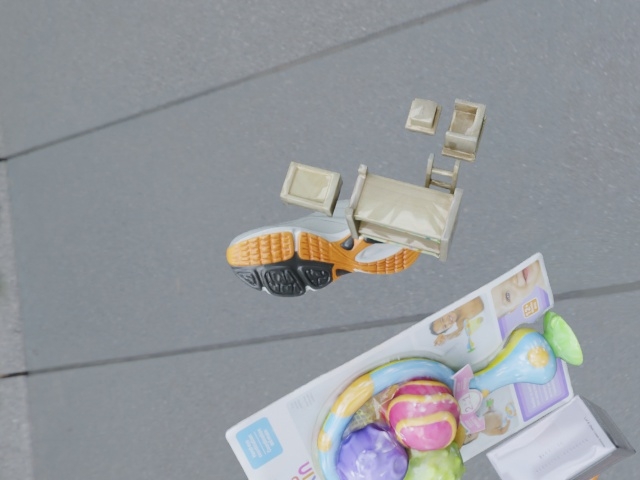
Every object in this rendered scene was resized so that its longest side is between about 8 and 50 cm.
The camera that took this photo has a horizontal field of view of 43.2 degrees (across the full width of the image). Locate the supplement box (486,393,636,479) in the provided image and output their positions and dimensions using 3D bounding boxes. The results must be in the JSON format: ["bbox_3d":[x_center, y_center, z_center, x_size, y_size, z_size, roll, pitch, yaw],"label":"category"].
[{"bbox_3d":[0.301,0.261,0.990,0.130,0.239,0.073,-37,62,12],"label":"supplement box"}]

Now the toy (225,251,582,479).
[{"bbox_3d":[0.073,0.123,0.529,0.237,0.137,0.056,-29,31,-14],"label":"toy"}]

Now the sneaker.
[{"bbox_3d":[0.000,0.000,1.096,0.121,0.262,0.099,-120,28,-59],"label":"sneaker"}]

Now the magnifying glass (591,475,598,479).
[{"bbox_3d":[0.412,0.468,1.372,0.092,0.026,0.231,23,110,5],"label":"magnifying glass"}]

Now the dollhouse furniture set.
[{"bbox_3d":[0.073,-0.082,0.889,0.181,0.101,0.161,16,77,11],"label":"dollhouse furniture set"}]
